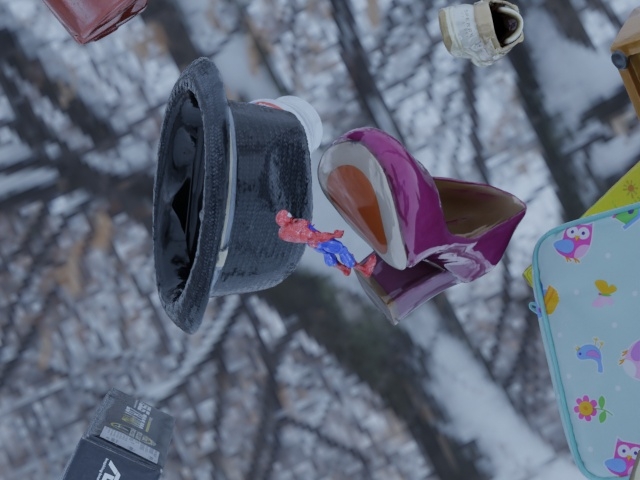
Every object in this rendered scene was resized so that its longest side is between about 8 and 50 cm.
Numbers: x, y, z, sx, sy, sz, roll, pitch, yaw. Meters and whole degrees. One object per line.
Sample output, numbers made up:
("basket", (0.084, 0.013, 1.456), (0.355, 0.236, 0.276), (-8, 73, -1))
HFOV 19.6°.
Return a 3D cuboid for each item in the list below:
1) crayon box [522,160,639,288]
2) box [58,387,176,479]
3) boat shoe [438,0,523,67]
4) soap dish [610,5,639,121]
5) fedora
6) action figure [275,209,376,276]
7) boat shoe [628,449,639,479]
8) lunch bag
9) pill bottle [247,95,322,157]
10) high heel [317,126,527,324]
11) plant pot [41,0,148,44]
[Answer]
("crayon box", (0.391, 0.014, 1.981), (0.081, 0.202, 0.318), (-1, -38, -51))
("box", (-0.258, 0.330, 1.910), (0.318, 0.097, 0.395), (-64, 4, 0))
("boat shoe", (0.167, -0.202, 1.778), (0.059, 0.063, 0.170), (-12, 2, 23))
("soap dish", (0.459, -0.142, 2.068), (0.118, 0.291, 0.229), (-28, 8, -28))
("fedora", (-0.099, -0.052, 2.216), (0.153, 0.334, 0.334), (2, -23, -19))
("action figure", (0.000, 0.000, 1.496), (0.038, 0.030, 0.115), (8, -12, 39))
("boat shoe", (0.254, 0.243, 1.283), (0.121, 0.110, 0.341), (-42, -32, -49))
("lunch bag", (0.326, 0.097, 1.813), (0.224, 0.279, 0.108), (-17, -16, 27))
("pill bottle", (-0.087, -0.117, 2.463), (0.124, 0.124, 0.221), (-36, 3, 36))
("high heel", (0.105, -0.050, 1.664), (0.181, 0.127, 0.377), (-38, -16, -8))
("plant pot", (-0.222, -0.345, 1.732), (0.272, 0.265, 0.272), (-35, 4, 3))
